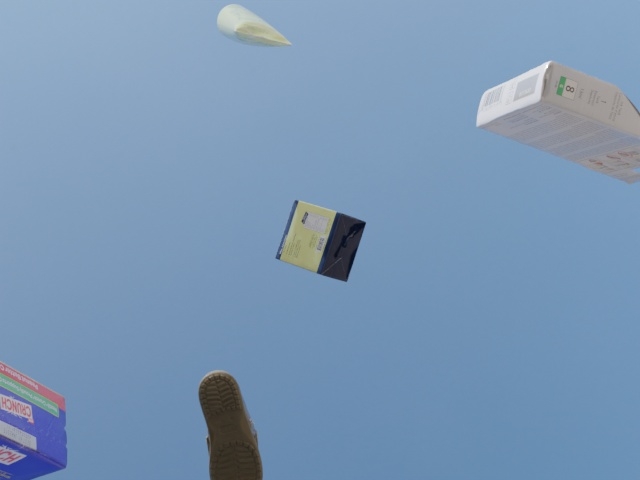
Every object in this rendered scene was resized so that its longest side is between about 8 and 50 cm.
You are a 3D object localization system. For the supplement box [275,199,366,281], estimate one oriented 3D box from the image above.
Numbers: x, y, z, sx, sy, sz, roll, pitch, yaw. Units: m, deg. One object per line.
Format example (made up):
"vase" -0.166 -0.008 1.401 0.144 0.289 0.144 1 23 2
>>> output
"supplement box" 0.000 0.000 1.261 0.056 0.083 0.083 18 -90 -49

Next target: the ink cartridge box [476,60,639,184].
"ink cartridge box" 0.318 -0.132 1.143 0.224 0.181 0.056 16 -96 -12

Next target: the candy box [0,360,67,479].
"candy box" -0.540 0.260 1.291 0.268 0.317 0.122 55 -160 -56

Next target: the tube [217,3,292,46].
"tube" -0.119 -0.341 1.587 0.070 0.240 0.062 -30 -66 -6

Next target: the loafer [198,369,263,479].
"loafer" -0.088 0.196 0.985 0.056 0.050 0.148 -6 -78 1
